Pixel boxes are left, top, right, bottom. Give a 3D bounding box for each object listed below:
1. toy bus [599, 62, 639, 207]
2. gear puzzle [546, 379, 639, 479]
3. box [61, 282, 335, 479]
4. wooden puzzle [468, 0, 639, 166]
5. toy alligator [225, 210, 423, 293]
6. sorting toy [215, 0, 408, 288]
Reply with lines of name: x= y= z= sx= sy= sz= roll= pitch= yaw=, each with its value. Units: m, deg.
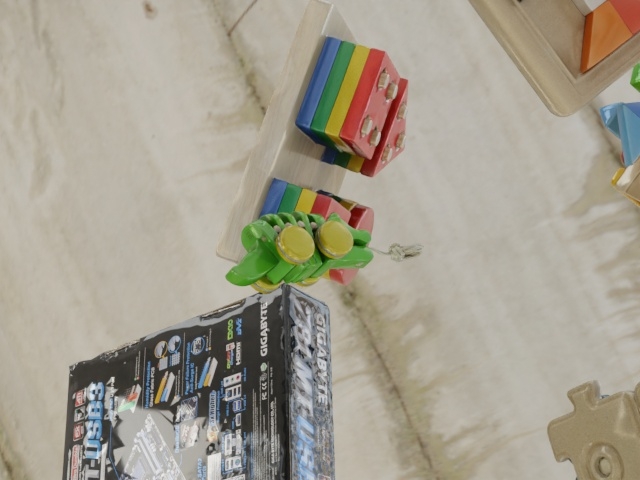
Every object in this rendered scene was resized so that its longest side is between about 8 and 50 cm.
toy bus: x=0.379 y=-0.095 z=1.041 sx=0.104 sy=0.202 sz=0.191 roll=31 pitch=-127 yaw=-31
gear puzzle: x=0.266 y=0.120 z=0.582 sx=0.044 sy=0.339 sz=0.176 roll=-1 pitch=-114 yaw=-35
box: x=-0.120 y=0.219 z=0.998 sx=0.073 sy=0.293 sz=0.296 roll=29 pitch=-132 yaw=-44
wooden puzzle: x=0.092 y=-0.090 z=0.385 sx=0.078 sy=0.014 sz=0.116 roll=-44 pitch=-86 yaw=-12
toy alligator: x=0.000 y=0.000 z=0.834 sx=0.189 sy=0.056 sz=0.051 roll=-8 pitch=-114 yaw=-40
sorting toy: x=0.015 y=-0.075 z=1.110 sx=0.089 sy=0.255 sz=0.257 roll=19 pitch=-93 yaw=15
